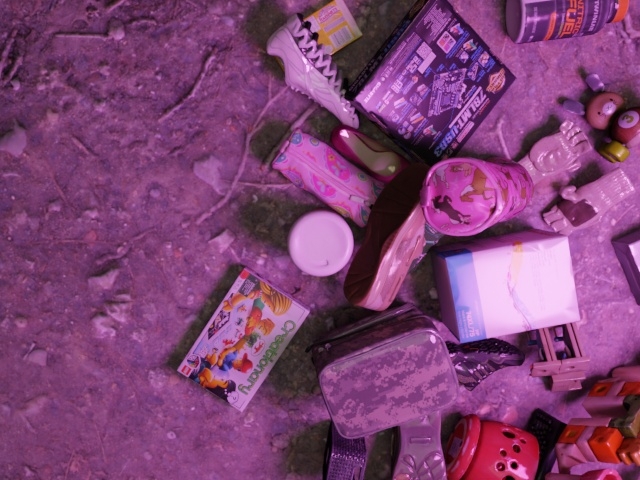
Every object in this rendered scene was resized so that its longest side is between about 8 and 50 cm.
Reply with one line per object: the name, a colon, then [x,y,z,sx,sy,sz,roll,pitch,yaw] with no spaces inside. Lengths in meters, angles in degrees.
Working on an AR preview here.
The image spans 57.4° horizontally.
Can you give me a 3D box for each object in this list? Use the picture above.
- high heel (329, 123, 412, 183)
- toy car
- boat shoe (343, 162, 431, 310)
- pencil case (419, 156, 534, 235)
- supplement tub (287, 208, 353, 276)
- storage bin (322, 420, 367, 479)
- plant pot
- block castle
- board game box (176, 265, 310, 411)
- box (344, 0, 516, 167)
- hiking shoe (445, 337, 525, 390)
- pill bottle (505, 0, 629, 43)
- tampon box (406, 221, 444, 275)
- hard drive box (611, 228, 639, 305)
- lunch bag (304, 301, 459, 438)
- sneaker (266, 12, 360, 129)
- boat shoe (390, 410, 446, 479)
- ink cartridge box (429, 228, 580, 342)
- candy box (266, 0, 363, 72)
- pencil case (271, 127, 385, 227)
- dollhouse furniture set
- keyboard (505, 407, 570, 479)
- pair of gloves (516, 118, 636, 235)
high heel: [0.133,-0.196,1.360,0.244,0.117,0.082,32,91,-8]
toy car: [0.669,-0.297,1.352,0.188,0.149,0.155,42,104,8]
boat shoe: [0.168,-0.006,1.294,0.110,0.121,0.341,22,99,-37]
pencil case: [0.339,-0.102,1.242,0.167,0.386,0.160,-37,80,26]
supplement tub: [0.000,0.000,1.342,0.144,0.200,0.144,0,94,1]
storage bin: [0.055,0.523,1.398,0.084,0.180,0.122,10,95,-1]
plant pot: [0.400,0.518,1.396,0.174,0.191,0.191,25,95,4]
block castle: [0.730,0.489,1.279,0.453,0.213,0.303,-37,93,-32]
board game box: [-0.188,0.242,1.438,0.193,0.053,0.305,33,94,-3]
box: [0.253,-0.348,1.326,0.293,0.073,0.295,35,96,-27]
hiking shoe: [0.385,0.309,1.438,0.226,0.086,0.114,-3,109,5]
pill bottle: [0.560,-0.528,1.328,0.245,0.130,0.130,-7,95,1]
tampon box: [0.203,-0.013,1.389,0.120,0.101,0.161,42,95,-2]
hard drive box: [0.855,0.039,1.398,0.232,0.089,0.181,-24,95,3]
lunch bag: [0.129,0.276,1.341,0.305,0.256,0.213,-21,104,1]
sneaker: [-0.010,-0.371,1.352,0.118,0.110,0.292,-31,109,19]
boat shoe: [0.235,0.512,1.421,0.132,0.130,0.355,5,89,2]
ink cartridge box: [0.416,0.096,1.350,0.270,0.198,0.197,-11,95,2]
candy box: [-0.013,-0.476,1.386,0.206,0.027,0.105,-31,94,3]
pencil case: [0.027,-0.144,1.371,0.284,0.124,0.124,35,94,-2]
dollhouse furniture set: [0.556,0.275,1.413,0.129,0.184,0.129,-10,54,11]
keyboard: [0.503,0.570,1.377,0.033,0.201,0.317,23,88,-16]
pair of gloves: [0.584,-0.140,1.382,0.240,0.042,0.204,47,117,3]
